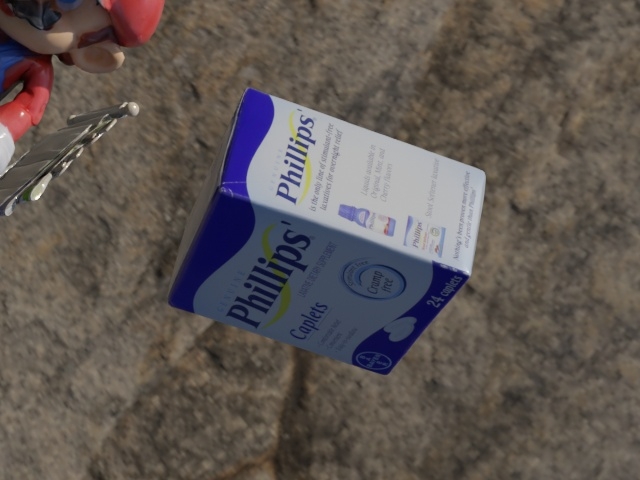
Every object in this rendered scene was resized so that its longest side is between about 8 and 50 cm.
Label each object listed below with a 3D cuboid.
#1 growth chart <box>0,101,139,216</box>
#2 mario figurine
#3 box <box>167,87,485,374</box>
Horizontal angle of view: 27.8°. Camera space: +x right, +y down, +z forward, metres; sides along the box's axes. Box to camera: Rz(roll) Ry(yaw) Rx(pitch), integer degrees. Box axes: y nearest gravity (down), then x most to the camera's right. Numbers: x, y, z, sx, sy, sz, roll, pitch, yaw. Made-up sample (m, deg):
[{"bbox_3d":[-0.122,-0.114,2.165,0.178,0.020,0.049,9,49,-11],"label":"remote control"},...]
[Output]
[{"bbox_3d":[-0.313,-0.077,1.421,0.237,0.172,0.021,-44,115,-22],"label":"growth chart"},{"bbox_3d":[-0.265,-0.168,0.986,0.320,0.170,0.198,-27,119,16],"label":"mario figurine"},{"bbox_3d":[0.000,0.000,0.697,0.137,0.072,0.126,19,145,-9],"label":"box"}]
